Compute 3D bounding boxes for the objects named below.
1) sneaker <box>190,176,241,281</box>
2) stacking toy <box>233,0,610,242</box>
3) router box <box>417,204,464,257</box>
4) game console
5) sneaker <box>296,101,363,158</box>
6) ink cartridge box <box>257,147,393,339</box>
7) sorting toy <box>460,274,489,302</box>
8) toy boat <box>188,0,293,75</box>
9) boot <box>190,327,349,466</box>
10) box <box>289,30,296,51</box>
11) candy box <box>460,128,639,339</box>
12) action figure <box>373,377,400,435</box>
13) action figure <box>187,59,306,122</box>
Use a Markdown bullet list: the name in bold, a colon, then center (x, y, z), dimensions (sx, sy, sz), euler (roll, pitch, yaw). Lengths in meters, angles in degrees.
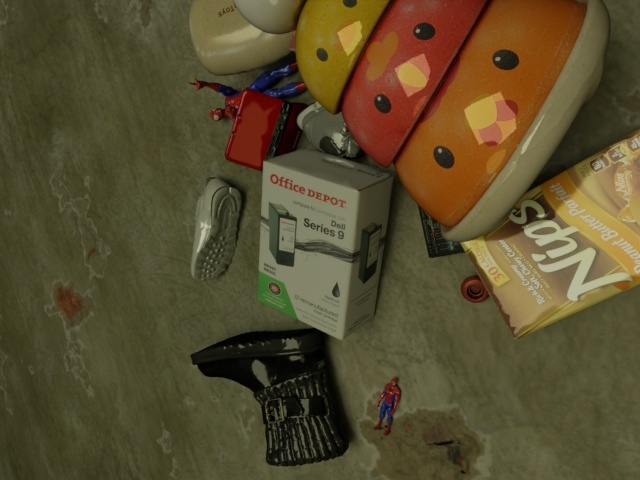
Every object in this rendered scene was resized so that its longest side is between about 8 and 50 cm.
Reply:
- **sneaker**: center (-0.243, -0.023, 1.260), dimensions (0.094, 0.090, 0.235), euler (32, 109, 40)
- **stacking toy**: center (0.084, -0.245, 0.763), dimensions (0.479, 0.350, 0.351), euler (28, 113, 2)
- **router box**: center (0.221, -0.037, 0.965), dimensions (0.092, 0.038, 0.123), euler (-12, 90, 35)
- **game console**: center (-0.102, -0.211, 1.101), dimensions (0.085, 0.124, 0.144), euler (28, 112, 18)
- **sneaker**: center (0.066, -0.222, 1.028), dimensions (0.228, 0.086, 0.132), euler (-29, 85, 42)
- **ink cartridge box**: center (0.000, 0.000, 1.036), dimensions (0.211, 0.121, 0.289), euler (20, 119, 31)
- **sorting toy**: center (0.281, 0.063, 0.943), dimensions (0.102, 0.042, 0.061), euler (-23, 99, 22)
- **toy boat**: center (-0.120, -0.467, 1.051), dimensions (0.267, 0.148, 0.318), euler (-12, 81, 21)
- **boot**: center (-0.117, 0.329, 1.181), dimensions (0.347, 0.131, 0.260), euler (-10, 90, 34)
- **box**: center (0.040, -0.379, 0.920), dimensions (0.130, 0.091, 0.171), euler (21, 101, 42)
- **candy box**: center (0.381, -0.010, 0.812), dimensions (0.316, 0.087, 0.183), euler (-32, 78, 24)
- **action figure**: center (0.128, 0.315, 1.080), dimensions (0.038, 0.030, 0.115), euler (21, 105, 35)
- **action figure**: center (-0.143, -0.298, 1.121), dimensions (0.280, 0.139, 0.092), euler (-18, 85, 36)
